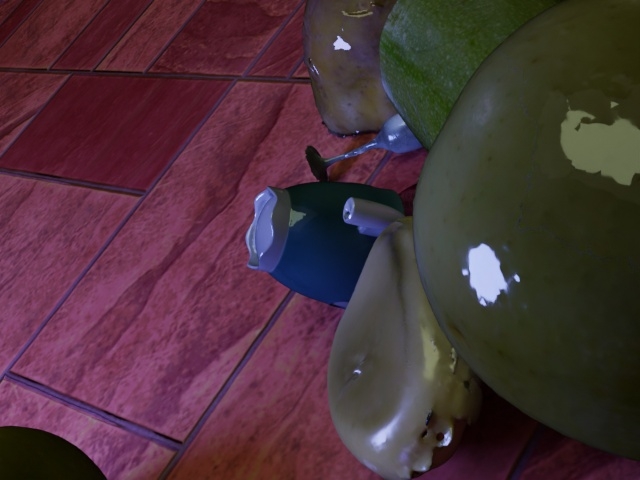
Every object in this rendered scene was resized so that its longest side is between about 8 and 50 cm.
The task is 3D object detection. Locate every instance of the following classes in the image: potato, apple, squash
[{"bbox_3d":[0.077,-0.342,1.833,0.300,0.237,0.289,8,56,46],"label":"potato"},{"bbox_3d":[0.326,-0.012,1.090,0.473,0.474,0.474,-24,38,20],"label":"apple"},{"bbox_3d":[0.253,-0.166,1.471,0.263,0.263,0.384,-35,37,4],"label":"squash"}]

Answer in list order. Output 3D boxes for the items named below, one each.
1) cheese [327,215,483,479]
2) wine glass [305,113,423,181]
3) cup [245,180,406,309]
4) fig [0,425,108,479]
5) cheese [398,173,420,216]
[{"bbox_3d":[0.094,0.135,1.313,0.316,0.128,0.260,-104,29,-56],"label":"cheese"},{"bbox_3d":[0.105,-0.153,1.749,0.262,0.074,0.074,-20,39,22],"label":"wine glass"},{"bbox_3d":[0.000,0.000,1.527,0.299,0.173,0.168,145,132,-64],"label":"cup"},{"bbox_3d":[-0.349,0.383,1.392,0.316,0.316,0.316,-24,38,20],"label":"fig"},{"bbox_3d":[0.125,0.015,1.551,0.155,0.062,0.244,-7,59,43],"label":"cheese"}]
